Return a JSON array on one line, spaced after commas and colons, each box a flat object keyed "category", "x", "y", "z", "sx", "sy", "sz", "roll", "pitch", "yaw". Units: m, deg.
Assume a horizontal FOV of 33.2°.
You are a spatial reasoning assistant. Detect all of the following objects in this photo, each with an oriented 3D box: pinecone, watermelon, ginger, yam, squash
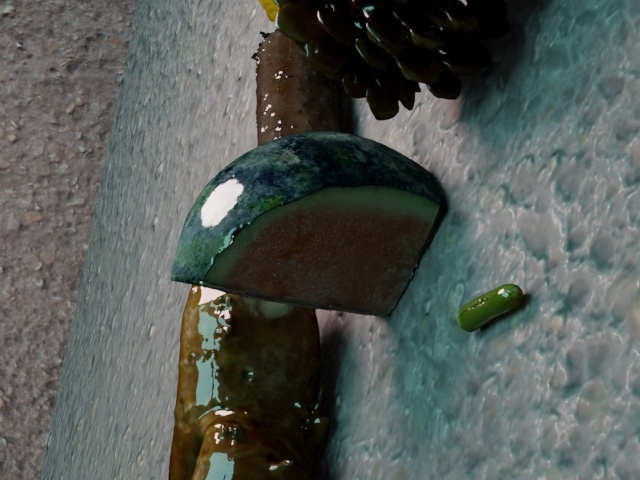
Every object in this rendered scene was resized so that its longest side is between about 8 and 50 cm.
[{"category": "pinecone", "x": 0.089, "y": -0.263, "z": 1.129, "sx": 0.264, "sy": 0.264, "sz": 0.264, "roll": -48, "pitch": 33, "yaw": 46}, {"category": "watermelon", "x": 0.000, "y": 0.000, "z": 1.183, "sx": 0.148, "sy": 0.318, "sz": 0.226, "roll": 17, "pitch": 131, "yaw": 64}, {"category": "ginger", "x": -0.077, "y": 0.209, "z": 1.269, "sx": 0.254, "sy": 0.176, "sz": 0.418, "roll": -12, "pitch": 67, "yaw": 61}, {"category": "yam", "x": -0.034, "y": -0.186, "z": 1.510, "sx": 0.131, "sy": 0.131, "sz": 0.279, "roll": -53, "pitch": 28, "yaw": 40}, {"category": "squash", "x": 0.161, "y": 0.061, "z": 1.006, "sx": 0.083, "sy": 0.027, "sz": 0.027, "roll": -39, "pitch": 40, "yaw": 53}]

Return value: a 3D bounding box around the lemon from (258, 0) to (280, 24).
[{"category": "lemon", "x": 0.007, "y": -0.376, "z": 1.465, "sx": 0.231, "sy": 0.192, "sz": 0.192, "roll": -41, "pitch": 35, "yaw": 26}]
